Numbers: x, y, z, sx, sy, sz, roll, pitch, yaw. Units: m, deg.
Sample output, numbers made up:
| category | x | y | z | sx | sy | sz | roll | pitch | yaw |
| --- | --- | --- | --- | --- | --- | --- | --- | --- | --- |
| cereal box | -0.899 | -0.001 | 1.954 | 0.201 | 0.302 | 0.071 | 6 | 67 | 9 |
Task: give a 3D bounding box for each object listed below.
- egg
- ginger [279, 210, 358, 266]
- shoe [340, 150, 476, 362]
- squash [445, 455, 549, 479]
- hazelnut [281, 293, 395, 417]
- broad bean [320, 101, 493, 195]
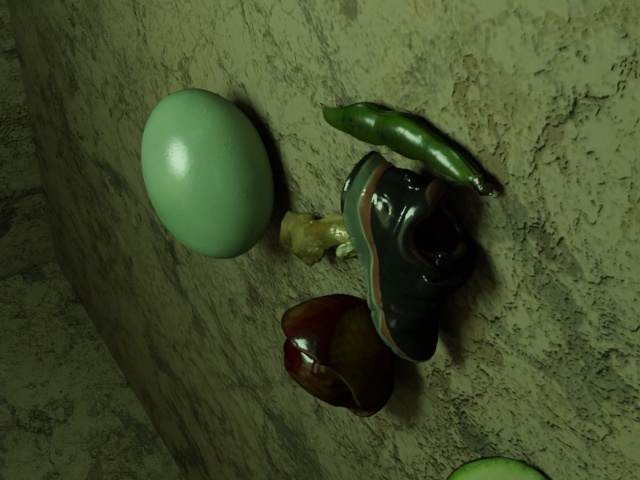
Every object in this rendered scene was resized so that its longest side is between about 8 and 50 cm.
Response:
| category | x | y | z | sx | sy | sz | roll | pitch | yaw |
| --- | --- | --- | --- | --- | --- | --- | --- | --- | --- |
| egg | -0.180 | -0.105 | 1.241 | 0.203 | 0.202 | 0.283 | 8 | 123 | 59 |
| ginger | 0.000 | 0.000 | 1.146 | 0.288 | 0.075 | 0.089 | 13 | 99 | 62 |
| shoe | 0.123 | 0.026 | 0.926 | 0.137 | 0.114 | 0.291 | 9 | 132 | 34 |
| squash | 0.221 | 0.370 | 0.957 | 0.170 | 0.170 | 0.123 | 47 | 159 | 33 |
| hazelnut | 0.028 | 0.171 | 1.122 | 0.170 | 0.160 | 0.202 | -110 | 6 | -65 |
| broad bean | 0.093 | -0.127 | 0.918 | 0.297 | 0.043 | 0.060 | 32 | 147 | 45 |
